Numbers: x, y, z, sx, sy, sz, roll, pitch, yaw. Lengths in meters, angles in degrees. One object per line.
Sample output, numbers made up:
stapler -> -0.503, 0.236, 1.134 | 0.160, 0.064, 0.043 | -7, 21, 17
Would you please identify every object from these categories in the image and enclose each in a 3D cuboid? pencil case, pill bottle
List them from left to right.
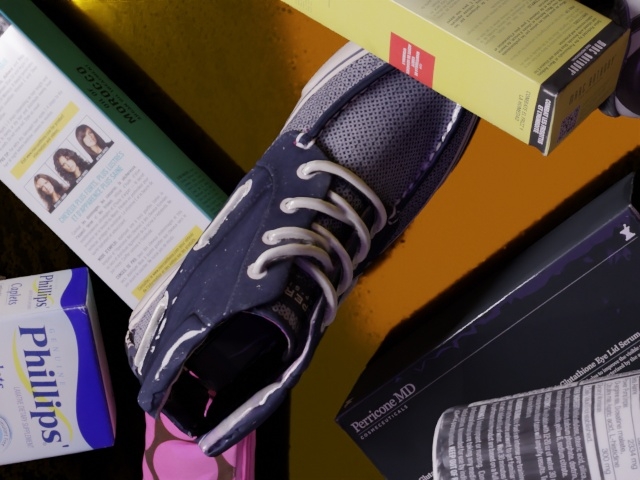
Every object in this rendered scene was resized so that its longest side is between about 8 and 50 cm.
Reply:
pencil case -> -0.088, 0.199, 1.068 | 0.098, 0.095, 0.209 | 20, 116, 46
pill bottle -> 0.204, 0.145, 0.846 | 0.246, 0.130, 0.130 | -13, 101, 18

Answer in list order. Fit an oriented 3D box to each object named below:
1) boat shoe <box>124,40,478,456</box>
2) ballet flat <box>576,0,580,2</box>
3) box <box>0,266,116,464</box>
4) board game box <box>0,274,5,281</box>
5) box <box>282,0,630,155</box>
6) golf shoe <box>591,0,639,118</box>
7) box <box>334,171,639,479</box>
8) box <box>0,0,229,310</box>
boat shoe -> 0.000, 0.000, 0.918 | 0.127, 0.158, 0.340 | 36, 100, -18
ballet flat -> 0.128, -0.239, 0.890 | 0.086, 0.086, 0.248 | 0, 105, 15
box -> -0.236, 0.100, 1.058 | 0.137, 0.072, 0.126 | -10, 113, -5
board game box -> -0.359, 0.066, 1.124 | 0.170, 0.048, 0.141 | 22, 108, 8
box -> 0.077, -0.149, 0.885 | 0.232, 0.087, 0.058 | 33, 146, 22
golf shoe -> 0.227, -0.173, 0.891 | 0.094, 0.077, 0.198 | 14, 119, 8
box -> 0.171, 0.107, 0.966 | 0.261, 0.103, 0.184 | -38, 97, 21
box -> -0.184, -0.068, 1.032 | 0.244, 0.060, 0.100 | 45, 110, -1
